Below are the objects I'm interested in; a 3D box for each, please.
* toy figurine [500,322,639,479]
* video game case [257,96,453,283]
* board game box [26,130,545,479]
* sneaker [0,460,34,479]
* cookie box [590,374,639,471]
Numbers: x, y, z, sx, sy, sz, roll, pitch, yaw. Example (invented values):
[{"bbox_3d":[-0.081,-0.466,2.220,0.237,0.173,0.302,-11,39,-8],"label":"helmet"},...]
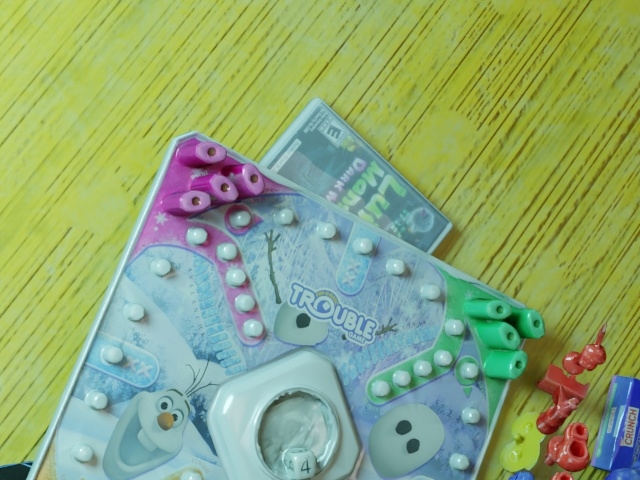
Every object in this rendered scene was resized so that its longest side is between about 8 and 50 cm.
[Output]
[{"bbox_3d":[0.249,0.276,1.271,0.217,0.191,0.362,26,55,-3],"label":"toy figurine"},{"bbox_3d":[0.000,0.000,1.359,0.173,0.022,0.190,43,74,-12],"label":"video game case"},{"bbox_3d":[-0.020,0.162,1.289,0.390,0.050,0.390,27,77,-25],"label":"board game box"},{"bbox_3d":[-0.288,0.228,1.203,0.232,0.090,0.081,-14,91,-20],"label":"sneaker"},{"bbox_3d":[0.316,0.184,1.448,0.107,0.040,0.091,20,80,-18],"label":"cookie box"}]
